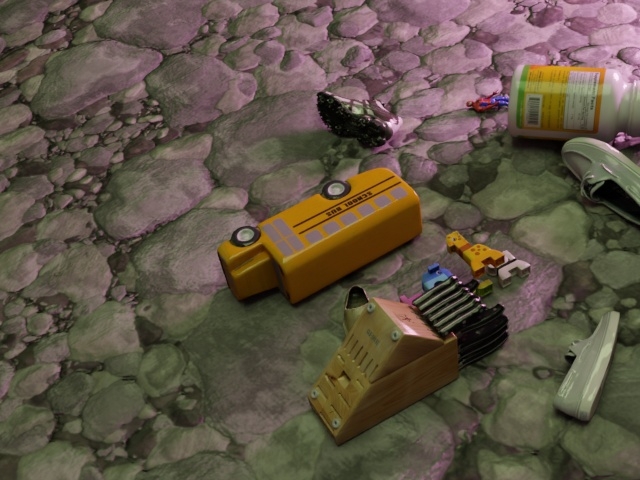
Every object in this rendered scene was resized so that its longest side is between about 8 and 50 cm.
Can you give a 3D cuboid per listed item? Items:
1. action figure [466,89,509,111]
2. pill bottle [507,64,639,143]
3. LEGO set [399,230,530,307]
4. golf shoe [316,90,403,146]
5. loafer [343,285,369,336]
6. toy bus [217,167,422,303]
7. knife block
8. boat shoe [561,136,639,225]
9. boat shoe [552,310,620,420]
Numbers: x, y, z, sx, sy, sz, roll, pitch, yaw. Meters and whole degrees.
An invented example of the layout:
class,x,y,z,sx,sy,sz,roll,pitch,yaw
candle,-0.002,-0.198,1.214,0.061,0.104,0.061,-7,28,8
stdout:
class,x,y,z,sx,sy,sz,roll,pitch,yaw
action figure,0.350,-0.279,1.700,0.115,0.030,0.038,-7,49,9
pill bottle,0.478,-0.249,1.559,0.245,0.136,0.136,7,47,19
LEGO set,0.215,0.046,1.351,0.227,0.087,0.093,-25,45,-15
golf shoe,0.077,-0.252,1.711,0.094,0.077,0.198,-32,52,-34
loafer,0.059,0.128,1.324,0.056,0.050,0.148,-16,39,1
toy bus,0.000,0.000,1.434,0.332,0.108,0.130,-28,47,-16
knife block,0.145,0.176,1.251,0.276,0.242,0.088,-58,43,17
boat shoe,0.489,-0.101,1.444,0.081,0.079,0.227,-30,49,-23
boat shoe,0.379,0.172,1.207,0.063,0.066,0.184,15,60,25
